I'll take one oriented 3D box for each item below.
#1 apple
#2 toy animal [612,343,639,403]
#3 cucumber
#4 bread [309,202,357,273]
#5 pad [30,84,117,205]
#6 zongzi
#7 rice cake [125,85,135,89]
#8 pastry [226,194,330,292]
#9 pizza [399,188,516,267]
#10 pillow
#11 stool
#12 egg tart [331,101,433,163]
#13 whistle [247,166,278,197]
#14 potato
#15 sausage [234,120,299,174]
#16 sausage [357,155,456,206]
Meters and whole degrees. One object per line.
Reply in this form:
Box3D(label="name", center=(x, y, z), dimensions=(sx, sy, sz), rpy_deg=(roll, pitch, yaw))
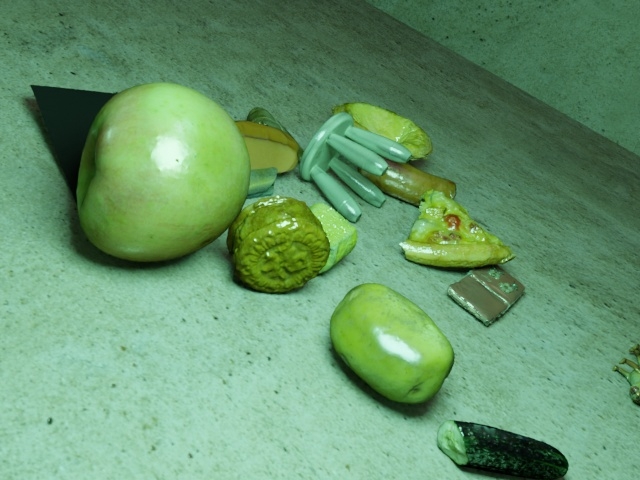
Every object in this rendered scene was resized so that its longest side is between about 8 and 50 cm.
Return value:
Box3D(label="apple", center=(-0.275, -0.116, 1.292), dimensions=(0.277, 0.319, 0.319), rpy_deg=(10, 33, -29))
Box3D(label="toy animal", center=(0.713, 0.293, 1.619), dimensions=(0.099, 0.057, 0.241), rpy_deg=(46, 34, 21))
Box3D(label="cucumber", center=(0.313, 0.353, 1.213), dimensions=(0.241, 0.074, 0.074), rpy_deg=(16, 31, -17))
Box3D(label="bread", center=(0.000, 0.000, 1.506), dimensions=(0.129, 0.111, 0.114), rpy_deg=(33, 35, 10))
Box3D(label="pad", center=(-0.449, -0.204, 1.548), dimensions=(0.248, 0.007, 0.367), rpy_deg=(-4, 50, -39))
Box3D(label="zongzi", center=(-0.109, -0.273, 1.898), dimensions=(0.176, 0.078, 0.160), rpy_deg=(24, 28, -22))
Box3D(label="rice cake", center=(-0.393, -0.302, 1.743), dimensions=(0.206, 0.063, 0.069), rpy_deg=(29, 36, 7))
Box3D(label="pastry", center=(-0.081, 0.011, 1.358), dimensions=(0.189, 0.188, 0.103), rpy_deg=(8, 39, -27))
Box3D(label="pizza", center=(0.295, -0.042, 1.757), dimensions=(0.280, 0.075, 0.287), rpy_deg=(-3, 41, -14))
Box3D(label="pillow", center=(0.382, 0.115, 1.664), dimensions=(0.126, 0.043, 0.232), rpy_deg=(37, 33, 21))
Box3D(label="stool", center=(0.079, -0.183, 1.767), dimensions=(0.199, 0.195, 0.195), rpy_deg=(36, 32, 16))
Box3D(label="egg tart", center=(0.164, -0.289, 2.071), dimensions=(0.315, 0.120, 0.315), rpy_deg=(18, 29, -10))
Box3D(label="whistle", center=(-0.213, -0.114, 1.575), dimensions=(0.057, 0.068, 0.326), rpy_deg=(19, 21, 37))
Box3D(label="potato", center=(0.121, 0.178, 1.271), dimensions=(0.228, 0.148, 0.197), rpy_deg=(30, 44, 13))
Box3D(label="sausage", center=(-0.166, -0.219, 1.721), dimensions=(0.241, 0.120, 0.136), rpy_deg=(4, 21, -31))
Box3D(label="sausage", center=(0.225, -0.154, 1.923), dimensions=(0.270, 0.109, 0.109), rpy_deg=(23, 30, -4))
